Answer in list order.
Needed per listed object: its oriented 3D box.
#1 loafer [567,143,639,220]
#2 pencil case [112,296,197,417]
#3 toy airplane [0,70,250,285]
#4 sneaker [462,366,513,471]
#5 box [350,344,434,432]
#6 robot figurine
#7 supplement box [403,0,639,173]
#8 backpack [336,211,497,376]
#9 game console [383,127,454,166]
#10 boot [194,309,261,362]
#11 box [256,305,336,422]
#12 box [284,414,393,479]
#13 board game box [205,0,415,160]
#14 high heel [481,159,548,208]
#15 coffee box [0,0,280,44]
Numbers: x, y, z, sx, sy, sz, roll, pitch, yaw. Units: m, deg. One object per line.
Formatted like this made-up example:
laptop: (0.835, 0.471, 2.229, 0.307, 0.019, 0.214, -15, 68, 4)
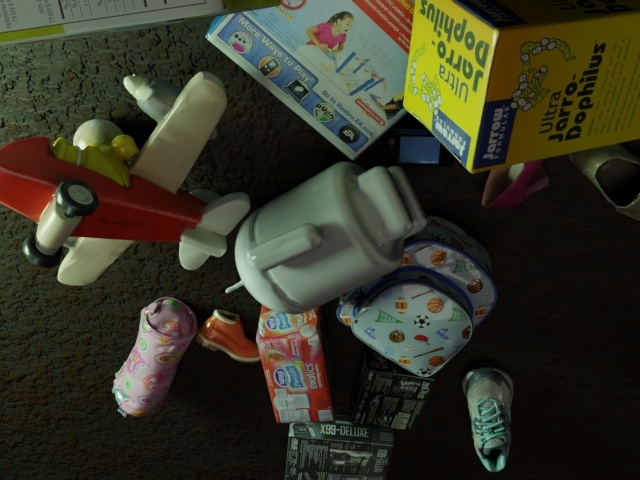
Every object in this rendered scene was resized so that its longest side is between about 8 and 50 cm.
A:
loafer: (0.532, -0.088, 1.235, 0.268, 0.092, 0.102, 27, 124, -16)
pencil case: (-0.352, 0.249, 1.527, 0.124, 0.124, 0.284, 21, 127, -13)
toy airplane: (-0.314, -0.092, 1.205, 0.386, 0.272, 0.384, -24, 151, -9)
sneaker: (0.379, 0.395, 1.593, 0.110, 0.122, 0.283, -10, 126, 10)
box: (0.152, 0.322, 1.578, 0.147, 0.077, 0.180, 9, 128, -3)
robot figurine: (0.000, 0.000, 1.233, 0.353, 0.300, 0.200, -28, 80, 25)
supplement box: (0.320, -0.247, 0.984, 0.356, 0.194, 0.195, -13, 130, -19)
backpack: (0.184, 0.095, 1.334, 0.276, 0.213, 0.263, 31, 114, -17)
game console: (0.169, -0.156, 1.218, 0.122, 0.071, 0.107, 2, 127, 3)
boot: (-0.174, 0.199, 1.519, 0.158, 0.059, 0.085, 27, 102, -31)
box: (-0.044, 0.250, 1.506, 0.128, 0.123, 0.257, -5, 127, 6)
box: (0.036, 0.547, 1.758, 0.242, 0.076, 0.307, 5, 128, -1)
board game box: (0.045, -0.322, 1.088, 0.308, 0.086, 0.302, 38, 120, -23)
high heel: (0.301, -0.132, 1.193, 0.117, 0.082, 0.244, -25, 152, 10)
coffee box: (-0.252, -0.413, 0.830, 0.334, 0.337, 0.338, -6, 108, 8)
